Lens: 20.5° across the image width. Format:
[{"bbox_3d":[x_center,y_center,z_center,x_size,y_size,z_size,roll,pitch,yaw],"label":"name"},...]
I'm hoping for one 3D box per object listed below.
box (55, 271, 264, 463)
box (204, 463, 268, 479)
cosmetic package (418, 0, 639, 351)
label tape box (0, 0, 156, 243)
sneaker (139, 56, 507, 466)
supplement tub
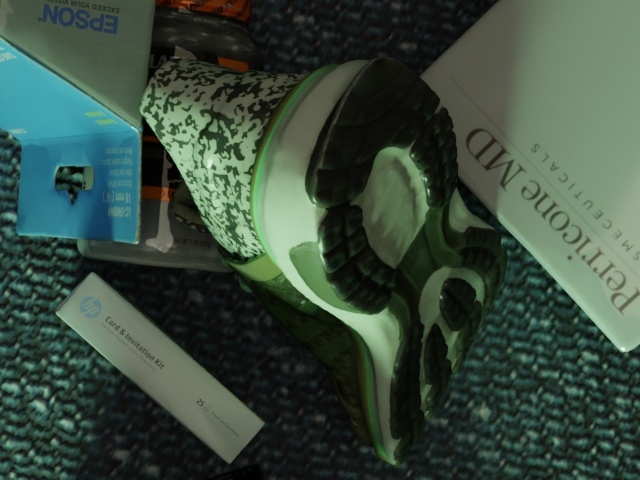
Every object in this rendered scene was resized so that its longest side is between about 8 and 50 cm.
[{"bbox_3d":[-0.108,0.080,1.175,0.145,0.186,0.038,42,86,-3],"label":"box"},{"bbox_3d":[-0.082,0.249,1.145,0.163,0.247,0.142,-18,93,-5],"label":"box"},{"bbox_3d":[0.295,-0.161,1.162,0.453,0.161,0.230,-44,81,10],"label":"cosmetic package"},{"bbox_3d":[-0.190,-0.171,1.135,0.106,0.241,0.333,6,88,-27],"label":"label tape box"},{"bbox_3d":[0.000,0.000,1.124,0.182,0.410,0.158,25,67,25],"label":"sneaker"},{"bbox_3d":[-0.101,-0.076,1.212,0.117,0.117,0.190,5,89,-5],"label":"supplement tub"}]
